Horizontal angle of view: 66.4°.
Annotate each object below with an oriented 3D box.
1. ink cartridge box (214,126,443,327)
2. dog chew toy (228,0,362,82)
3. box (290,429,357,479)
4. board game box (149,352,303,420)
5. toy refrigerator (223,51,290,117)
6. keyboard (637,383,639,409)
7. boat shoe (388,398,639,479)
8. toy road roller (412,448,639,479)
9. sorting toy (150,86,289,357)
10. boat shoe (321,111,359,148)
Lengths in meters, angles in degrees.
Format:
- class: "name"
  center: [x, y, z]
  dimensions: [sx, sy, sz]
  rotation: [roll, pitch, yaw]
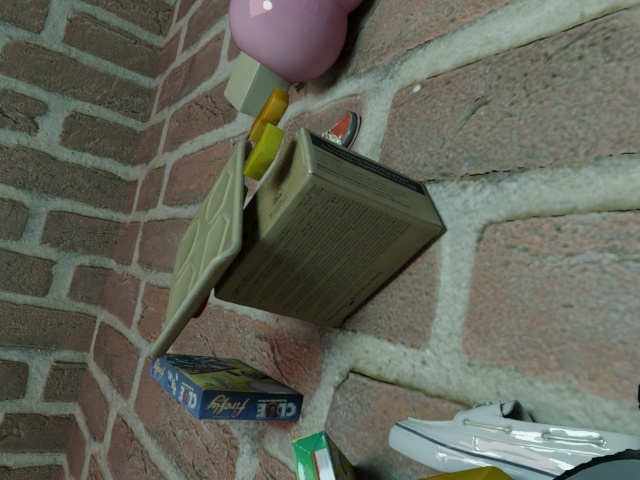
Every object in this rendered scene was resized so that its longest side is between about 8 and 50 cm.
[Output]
- class: "ink cartridge box"
  center: [0.000, 0.000, 0.620]
  dimensions: [0.235, 0.193, 0.088]
  rotation: [-48, 37, 34]
- class: "dog chew toy"
  center: [-0.009, -0.439, 0.817]
  dimensions: [0.332, 0.206, 0.207]
  rotation: [-56, 37, 13]
- class: "box"
  center: [0.020, 0.291, 0.540]
  dimensions: [0.043, 0.179, 0.105]
  rotation: [-18, 51, 1]
- class: "board game box"
  center: [-0.162, 0.233, 0.796]
  dimensions: [0.243, 0.165, 0.042]
  rotation: [2, 79, 57]
- class: "toy refrigerator"
  center: [-0.094, -0.392, 1.011]
  dimensions: [0.102, 0.094, 0.270]
  rotation: [50, 120, 44]
- class: "keyboard"
  center: [0.215, 0.109, 0.280]
  dimensions: [0.038, 0.192, 0.100]
  rotation: [-16, 54, 10]
- class: "boat shoe"
  center: [0.163, 0.178, 0.428]
  dimensions: [0.226, 0.083, 0.076]
  rotation: [0, 66, 44]
- class: "toy road roller"
  center: [0.095, 0.277, 0.273]
  dimensions: [0.329, 0.240, 0.203]
  rotation: [-45, 69, 49]
- class: "sorting toy"
  center: [-0.116, -0.021, 0.597]
  dimensions: [0.307, 0.041, 0.229]
  rotation: [-49, 27, 34]
- class: "boat shoe"
  center: [0.014, -0.154, 0.798]
  dimensions: [0.137, 0.043, 0.049]
  rotation: [-53, 37, 28]
